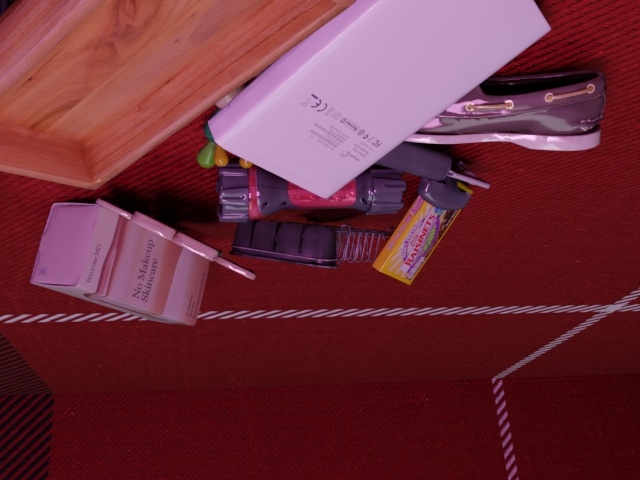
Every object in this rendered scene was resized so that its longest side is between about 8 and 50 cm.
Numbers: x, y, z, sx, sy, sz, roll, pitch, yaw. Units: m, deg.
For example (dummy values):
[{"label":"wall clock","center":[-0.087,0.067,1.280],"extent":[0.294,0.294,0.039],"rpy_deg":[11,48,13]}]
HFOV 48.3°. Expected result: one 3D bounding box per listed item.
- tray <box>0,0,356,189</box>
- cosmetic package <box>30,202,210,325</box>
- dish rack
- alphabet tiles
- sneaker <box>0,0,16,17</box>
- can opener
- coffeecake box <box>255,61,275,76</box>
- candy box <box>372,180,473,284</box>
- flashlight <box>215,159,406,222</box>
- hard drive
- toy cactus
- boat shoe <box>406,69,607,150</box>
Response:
[{"label":"tray","center":[-0.190,-0.184,0.697],"extent":[0.411,0.076,0.203],"rpy_deg":[-28,157,32]},{"label":"cosmetic package","center":[-0.352,0.050,1.304],"extent":[0.129,0.153,0.296],"rpy_deg":[2,164,33]},{"label":"dish rack","center":[0.000,0.000,1.246],"extent":[0.208,0.074,0.271],"rpy_deg":[8,-176,34]},{"label":"alphabet tiles","center":[-0.232,-0.005,1.198],"extent":[0.278,0.021,0.284],"rpy_deg":[27,176,-5]},{"label":"sneaker","center":[-0.336,-0.220,0.764],"extent":[0.131,0.112,0.319],"rpy_deg":[-15,153,17]},{"label":"can opener","center":[0.155,-0.101,1.109],"extent":[0.283,0.095,0.076],"rpy_deg":[9,-161,-41]},{"label":"coffeecake box","center":[-0.081,-0.249,0.793],"extent":[0.186,0.068,0.142],"rpy_deg":[-3,157,-2]},{"label":"candy box","center":[0.181,-0.022,1.259],"extent":[0.105,0.027,0.206],"rpy_deg":[25,101,-46]},{"label":"flashlight","center":[-0.015,-0.082,1.159],"extent":[0.304,0.103,0.103],"rpy_deg":[-1,131,-10]},{"label":"hard drive","center":[0.073,-0.194,0.828],"extent":[0.353,0.047,0.233],"rpy_deg":[-36,149,21]},{"label":"toy cactus","center":[-0.093,-0.178,0.952],"extent":[0.219,0.112,0.180],"rpy_deg":[-15,136,29]},{"label":"boat shoe","center":[0.212,-0.184,0.960],"extent":[0.324,0.116,0.096],"rpy_deg":[5,117,11]}]
